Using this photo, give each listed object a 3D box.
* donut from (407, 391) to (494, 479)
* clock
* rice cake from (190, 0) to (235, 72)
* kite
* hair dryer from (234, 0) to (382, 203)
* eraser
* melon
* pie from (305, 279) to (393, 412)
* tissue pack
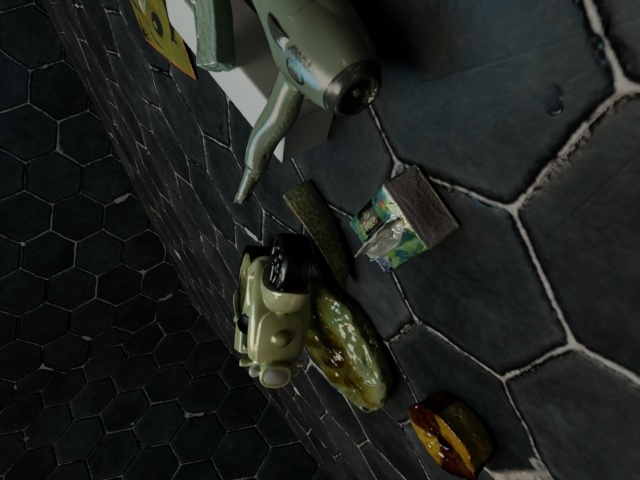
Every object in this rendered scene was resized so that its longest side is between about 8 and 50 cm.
[{"bbox_3d":[0.195,0.291,0.697,0.140,0.059,0.140,46,155,29],"label":"donut"},{"bbox_3d":[-0.102,0.131,0.928,0.379,0.120,0.276,171,103,-73],"label":"clock"},{"bbox_3d":[-0.136,-0.324,0.543,0.042,0.045,0.245,-4,97,31],"label":"rice cake"},{"bbox_3d":[-0.347,-0.478,0.926,0.377,0.013,0.327,60,158,-9],"label":"kite"},{"bbox_3d":[-0.065,-0.190,0.502,0.267,0.092,0.229,-29,76,47],"label":"hair dryer"},{"bbox_3d":[-0.101,-0.245,0.624,0.298,0.078,0.076,53,157,17],"label":"eraser"},{"bbox_3d":[0.000,-0.004,0.749,0.182,0.054,0.098,57,163,7],"label":"melon"},{"bbox_3d":[0.032,0.203,0.916,0.306,0.071,0.306,44,152,30],"label":"pie"},{"bbox_3d":[0.082,-0.014,0.525,0.085,0.079,0.111,56,157,6],"label":"tissue pack"}]
